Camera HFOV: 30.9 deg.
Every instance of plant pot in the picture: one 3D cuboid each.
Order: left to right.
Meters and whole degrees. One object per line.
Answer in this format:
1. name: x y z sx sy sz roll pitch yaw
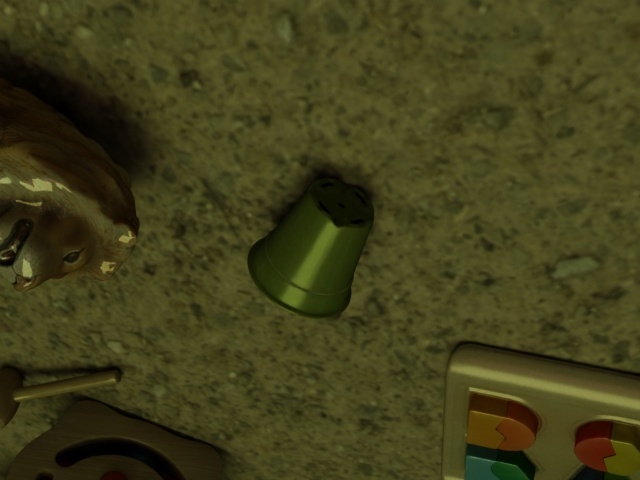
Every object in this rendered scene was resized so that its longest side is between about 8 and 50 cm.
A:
1. plant pot: 0.000 0.000 0.829 0.083 0.083 0.079 26 128 -6

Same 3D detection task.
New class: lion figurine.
1. lion figurine: -0.320 -0.046 0.886 0.392 0.142 0.240 -5 143 47

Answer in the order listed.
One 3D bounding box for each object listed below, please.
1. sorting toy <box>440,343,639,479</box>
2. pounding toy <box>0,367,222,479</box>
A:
1. sorting toy: 0.196 0.178 0.967 0.193 0.038 0.208 10 139 12
2. pounding toy: -0.217 0.227 1.106 0.270 0.154 0.155 21 140 -1
